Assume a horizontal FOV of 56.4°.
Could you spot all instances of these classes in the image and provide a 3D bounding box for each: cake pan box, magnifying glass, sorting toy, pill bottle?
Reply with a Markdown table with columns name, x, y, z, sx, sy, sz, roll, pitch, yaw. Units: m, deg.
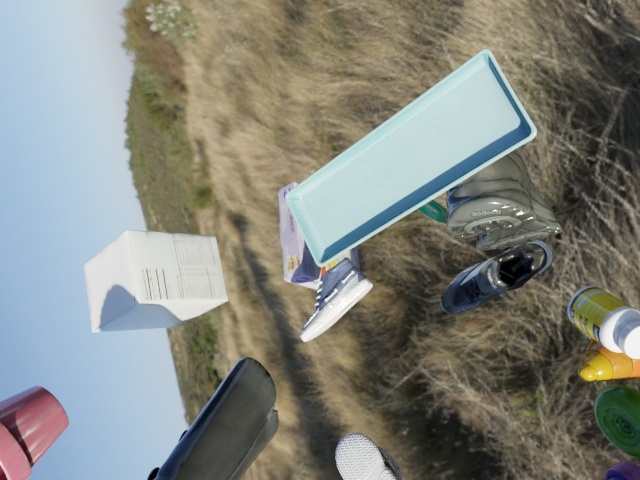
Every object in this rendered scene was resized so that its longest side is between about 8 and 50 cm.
| name | x | y | z | sx | sy | sz | roll | pitch | yaw |
| --- | --- | --- | --- | --- | --- | --- | --- | --- | --- |
| cake pan box | 0.000 | 0.000 | 1.550 | 0.070 | 0.245 | 0.267 | -23 | 60 | 33 |
| magnifying glass | 0.318 | -0.053 | 1.454 | 0.026 | 0.230 | 0.092 | -59 | 19 | 23 |
| sorting toy | 0.460 | 0.292 | 0.950 | 0.127 | 0.126 | 0.366 | 24 | 130 | 56 |
| pill bottle | 0.393 | 0.111 | 0.805 | 0.116 | 0.065 | 0.065 | -124 | 24 | -70 |

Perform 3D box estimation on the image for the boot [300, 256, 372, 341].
| name | x | y | z | sx | sy | sz | roll | pitch | yaw |
| --- | --- | --- | --- | --- | --- | --- | --- | --- | --- |
| boot | 0.015 | 0.125 | 1.266 | 0.086 | 0.190 | 0.069 | 49 | -179 | 17 |

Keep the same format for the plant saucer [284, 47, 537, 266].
| name | x | y | z | sx | sy | sz | roll | pitch | yaw |
| --- | --- | --- | --- | --- | --- | --- | --- | --- | --- |
| plant saucer | 0.056 | -0.051 | 0.431 | 0.192 | 0.018 | 0.067 | -33 | 77 | 31 |

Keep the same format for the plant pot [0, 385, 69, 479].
| name | x | y | z | sx | sy | sz | roll | pitch | yaw |
| --- | --- | --- | --- | --- | --- | --- | --- | --- | --- |
| plant pot | -0.699 | 0.441 | 1.379 | 0.201 | 0.180 | 0.202 | 19 | 128 | 27 |

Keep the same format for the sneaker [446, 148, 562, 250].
| name | x | y | z | sx | sy | sz | roll | pitch | yaw |
| --- | --- | --- | --- | --- | --- | --- | --- | --- | --- |
| sneaker | 0.213 | -0.062 | 0.704 | 0.286 | 0.109 | 0.130 | 21 | -122 | -64 |

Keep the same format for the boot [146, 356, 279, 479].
| name | x | y | z | sx | sy | sz | roll | pitch | yaw |
| --- | --- | --- | --- | --- | --- | --- | --- | --- | --- |
| boot | -0.210 | 0.358 | 0.980 | 0.146 | 0.445 | 0.367 | 28 | 132 | 17 |

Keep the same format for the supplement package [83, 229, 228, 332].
| name | x | y | z | sx | sy | sz | roll | pitch | yaw |
| --- | --- | --- | --- | --- | --- | --- | --- | --- | --- |
| supplement package | -0.336 | 0.085 | 1.214 | 0.194 | 0.203 | 0.149 | -29 | 68 | 38 |

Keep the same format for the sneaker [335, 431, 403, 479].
| name | x | y | z | sx | sy | sz | roll | pitch | yaw |
| --- | --- | --- | --- | --- | --- | --- | --- | --- | --- |
| sneaker | 0.172 | 0.651 | 1.473 | 0.366 | 0.137 | 0.210 | 60 | -177 | 24 |

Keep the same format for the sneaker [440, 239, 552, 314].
| name | x | y | z | sx | sy | sz | roll | pitch | yaw |
| --- | --- | --- | --- | --- | --- | --- | --- | --- | --- |
| sneaker | 0.320 | 0.073 | 1.126 | 0.078 | 0.234 | 0.106 | 62 | -155 | 10 |
